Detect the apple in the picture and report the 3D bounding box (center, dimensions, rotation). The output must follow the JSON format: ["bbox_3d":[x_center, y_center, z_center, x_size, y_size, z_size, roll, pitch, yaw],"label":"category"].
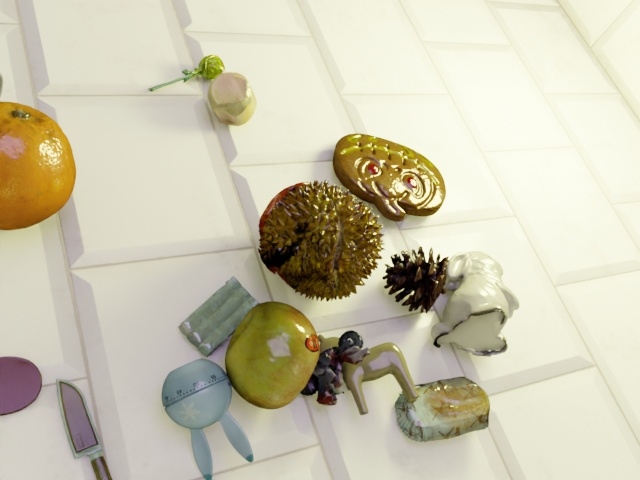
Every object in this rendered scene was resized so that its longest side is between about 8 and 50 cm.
[{"bbox_3d":[-0.119,0.272,1.584,0.194,0.261,0.260,35,50,-13],"label":"apple"}]

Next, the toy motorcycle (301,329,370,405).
[{"bbox_3d":[0.039,0.327,1.668,0.213,0.082,0.122,-44,64,-1],"label":"toy motorcycle"}]

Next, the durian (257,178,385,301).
[{"bbox_3d":[-0.003,-0.003,1.758,0.348,0.347,0.384,7,22,-20],"label":"durian"}]

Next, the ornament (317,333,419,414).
[{"bbox_3d":[0.109,0.334,1.739,0.230,0.061,0.244,-16,62,-11],"label":"ornament"}]

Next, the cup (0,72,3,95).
[{"bbox_3d":[-0.914,-0.368,1.717,0.134,0.142,0.173,12,55,-16],"label":"cup"}]

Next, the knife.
[{"bbox_3d":[-0.504,0.447,1.431,0.061,0.027,0.343,-17,67,-28],"label":"knife"}]

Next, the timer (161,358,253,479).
[{"bbox_3d":[-0.258,0.390,1.524,0.175,0.175,0.255,-41,108,-38],"label":"timer"}]

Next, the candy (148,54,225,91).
[{"bbox_3d":[-0.422,-0.519,2.095,0.262,0.073,0.077,-29,112,-26],"label":"candy"}]

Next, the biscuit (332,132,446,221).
[{"bbox_3d":[0.231,-0.209,2.148,0.394,0.070,0.350,11,47,-18],"label":"biscuit"}]

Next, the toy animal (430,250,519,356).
[{"bbox_3d":[0.455,0.163,1.976,0.258,0.193,0.357,2,38,5],"label":"toy animal"}]

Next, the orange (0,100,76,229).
[{"bbox_3d":[-0.738,-0.178,1.573,0.312,0.312,0.312,12,54,-17],"label":"orange"}]

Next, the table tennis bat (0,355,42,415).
[{"bbox_3d":[-0.717,0.317,1.426,0.220,0.019,0.130,-4,61,-28],"label":"table tennis bat"}]

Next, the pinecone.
[{"bbox_3d":[0.274,0.107,1.910,0.208,0.207,0.207,12,54,-17],"label":"pinecone"}]

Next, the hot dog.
[{"bbox_3d":[0.330,0.453,1.772,0.271,0.081,0.162,-6,52,-19],"label":"hot dog"}]

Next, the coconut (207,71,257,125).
[{"bbox_3d":[-0.271,-0.436,2.052,0.147,0.152,0.147,0,80,1],"label":"coconut"}]

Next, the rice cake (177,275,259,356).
[{"bbox_3d":[-0.259,0.195,1.702,0.124,0.038,0.211,45,52,9],"label":"rice cake"}]
